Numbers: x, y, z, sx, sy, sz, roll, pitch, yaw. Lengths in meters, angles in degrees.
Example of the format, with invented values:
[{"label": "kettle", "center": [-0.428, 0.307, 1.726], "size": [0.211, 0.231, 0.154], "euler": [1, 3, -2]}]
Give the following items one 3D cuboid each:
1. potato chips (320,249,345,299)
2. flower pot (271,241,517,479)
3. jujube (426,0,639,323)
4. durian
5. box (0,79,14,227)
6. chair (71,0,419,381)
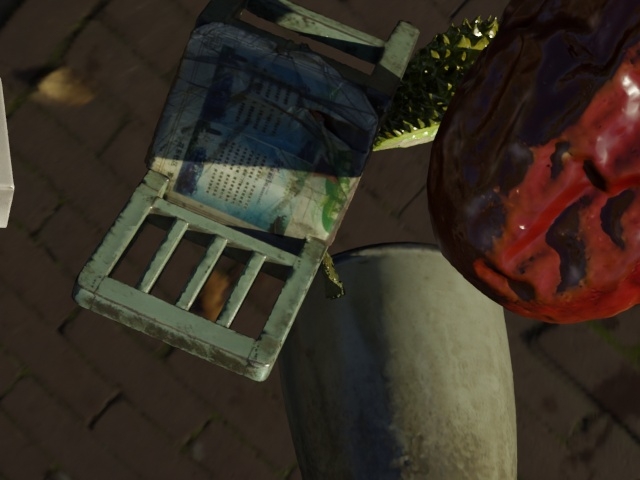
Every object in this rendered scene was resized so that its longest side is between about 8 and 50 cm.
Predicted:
[{"label": "potato chips", "center": [0.000, 0.000, 1.699], "size": [0.026, 0.209, 0.142], "euler": [-19, 59, -5]}, {"label": "flower pot", "center": [0.096, 0.210, 1.854], "size": [0.293, 0.330, 0.293], "euler": [-4, 140, -3]}, {"label": "jujube", "center": [0.165, -0.071, 0.853], "size": [0.174, 0.174, 0.250], "euler": [37, 109, 1]}, {"label": "durian", "center": [0.135, -0.134, 1.339], "size": [0.215, 0.100, 0.086], "euler": [-22, 68, -23]}, {"label": "box", "center": [-0.412, -0.088, 1.472], "size": [0.233, 0.149, 0.067], "euler": [1, 138, -20]}, {"label": "chair", "center": [-0.039, -0.059, 1.005], "size": [0.136, 0.270, 0.147], "euler": [24, 121, 2]}]
